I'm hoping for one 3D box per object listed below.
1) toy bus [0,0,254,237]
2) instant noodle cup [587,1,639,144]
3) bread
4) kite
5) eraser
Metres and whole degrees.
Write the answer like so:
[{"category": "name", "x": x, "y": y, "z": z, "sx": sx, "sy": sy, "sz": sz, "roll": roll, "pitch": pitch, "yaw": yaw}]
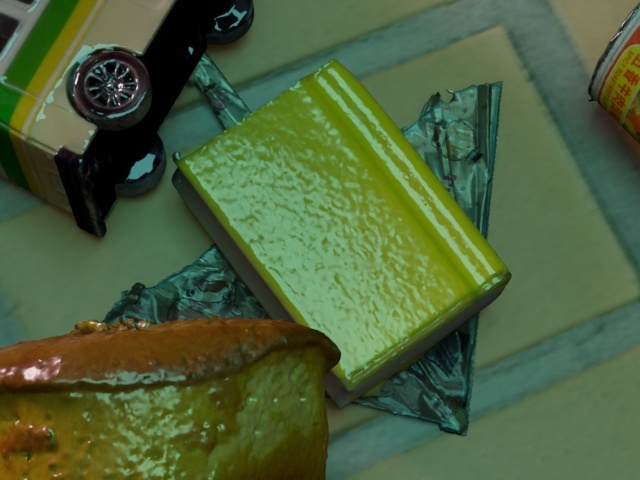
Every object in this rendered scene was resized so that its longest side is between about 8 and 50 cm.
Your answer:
[{"category": "toy bus", "x": -0.160, "y": -0.181, "z": 1.424, "sx": 0.179, "sy": 0.143, "sz": 0.305, "roll": 25, "pitch": 72, "yaw": 11}, {"category": "instant noodle cup", "x": 0.323, "y": -0.096, "z": 1.454, "sx": 0.212, "sy": 0.193, "sz": 0.193, "roll": 40, "pitch": 70, "yaw": 16}, {"category": "bread", "x": -0.118, "y": 0.126, "z": 1.276, "sx": 0.268, "sy": 0.268, "sz": 0.145, "roll": -3, "pitch": 83, "yaw": -9}, {"category": "kite", "x": 0.000, "y": 0.000, "z": 1.453, "sx": 0.406, "sy": 0.014, "sz": 0.368, "roll": -33, "pitch": 79, "yaw": -17}, {"category": "eraser", "x": 0.016, "y": -0.006, "z": 1.413, "sx": 0.158, "sy": 0.069, "sz": 0.226, "roll": -33, "pitch": 79, "yaw": -19}]
